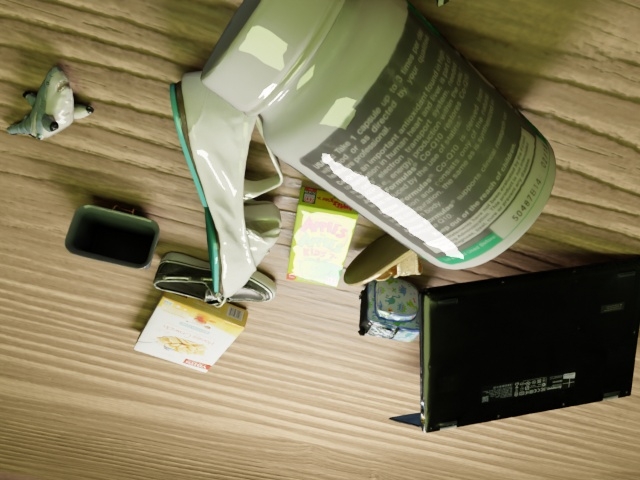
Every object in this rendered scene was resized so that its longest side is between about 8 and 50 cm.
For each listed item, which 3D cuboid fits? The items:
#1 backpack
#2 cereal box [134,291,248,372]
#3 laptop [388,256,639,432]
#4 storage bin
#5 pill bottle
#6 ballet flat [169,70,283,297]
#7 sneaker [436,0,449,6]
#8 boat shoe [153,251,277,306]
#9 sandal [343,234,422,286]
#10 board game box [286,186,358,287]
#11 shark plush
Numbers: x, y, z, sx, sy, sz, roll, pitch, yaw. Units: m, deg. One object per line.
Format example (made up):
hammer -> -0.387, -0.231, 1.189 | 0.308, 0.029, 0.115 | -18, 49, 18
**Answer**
backpack -> 0.132, 0.121, 0.903 | 0.114, 0.105, 0.084 | 16, 135, -9
cereal box -> -0.276, 0.189, 1.075 | 0.173, 0.047, 0.240 | 24, 135, -17
laptop -> 0.334, 0.208, 0.959 | 0.381, 0.236, 0.408 | -8, 109, -8
storage bin -> -0.336, -0.002, 0.856 | 0.135, 0.098, 0.091 | 14, 165, -7
pill bottle -> 0.068, -0.135, 0.563 | 0.361, 0.204, 0.204 | 32, 132, -25
ballet flat -> -0.117, -0.055, 0.745 | 0.139, 0.139, 0.400 | 4, 136, 3
sneaker -> 0.104, -0.282, 0.520 | 0.109, 0.040, 0.043 | 33, 134, -24
boat shoe -> -0.191, 0.087, 0.936 | 0.219, 0.070, 0.078 | 13, 137, -6
sandal -> 0.142, 0.023, 0.808 | 0.079, 0.088, 0.240 | 35, 126, -19
board game box -> 0.000, 0.000, 0.835 | 0.092, 0.043, 0.181 | 10, 137, -2
shark plush -> -0.382, -0.181, 0.711 | 0.161, 0.073, 0.067 | -7, 119, 45
